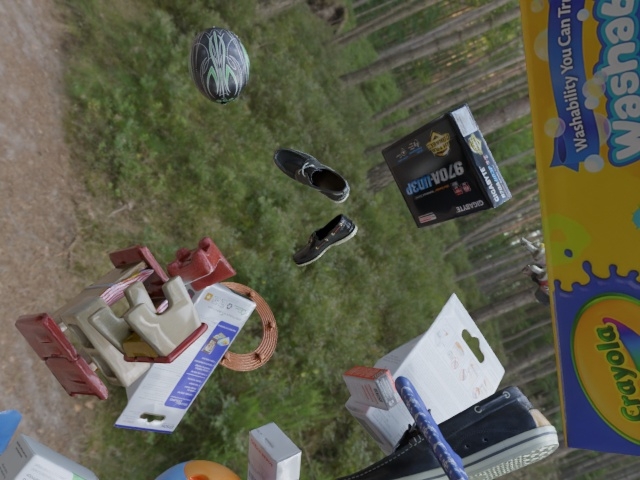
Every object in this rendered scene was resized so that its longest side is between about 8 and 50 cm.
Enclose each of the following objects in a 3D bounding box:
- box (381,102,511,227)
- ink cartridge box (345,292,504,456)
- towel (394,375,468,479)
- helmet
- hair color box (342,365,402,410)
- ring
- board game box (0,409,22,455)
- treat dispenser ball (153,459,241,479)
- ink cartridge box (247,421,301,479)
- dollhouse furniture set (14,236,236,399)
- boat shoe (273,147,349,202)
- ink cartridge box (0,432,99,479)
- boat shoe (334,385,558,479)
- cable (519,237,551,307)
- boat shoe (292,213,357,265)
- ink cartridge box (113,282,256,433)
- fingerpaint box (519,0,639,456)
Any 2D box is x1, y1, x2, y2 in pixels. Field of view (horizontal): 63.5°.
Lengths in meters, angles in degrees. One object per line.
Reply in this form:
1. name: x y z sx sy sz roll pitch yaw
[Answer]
1. box: 0.217 -0.124 0.933 0.175 0.051 0.220 63 -24 -4
2. ink cartridge box: 0.275 0.367 1.289 0.308 0.385 0.091 53 -27 -21
3. towel: 0.222 0.371 0.783 0.243 0.040 0.336 59 -1 -19
4. helmet: -0.255 -0.441 1.303 0.161 0.169 0.169 121 -52 -75
5. hair color box: 0.106 0.308 1.087 0.072 0.043 0.141 65 -26 -3
6. ring: -0.293 0.298 1.848 0.337 0.032 0.336 24 48 -30
7. board game box: -0.783 0.464 1.208 0.033 0.168 0.133 28 2 14
8. treat dispenser ball: -0.303 0.684 1.245 0.288 0.288 0.288 -22 90 -88
9. ink cartridge box: -0.124 0.599 1.346 0.140 0.082 0.190 27 -63 48
10. dollhouse furniture set: -0.245 0.109 0.734 0.201 0.374 0.152 -46 116 -42
11. boat shoe: -0.025 -0.186 1.388 0.233 0.084 0.079 32 -3 7
12. ink cartridge box: -0.620 0.582 1.048 0.122 0.289 0.211 10 -33 46
13. boat shoe: 0.238 0.454 1.102 0.187 0.500 0.156 60 8 -52
14. cable: 0.492 0.091 0.942 0.139 0.287 0.072 -74 -174 -55
15. boat shoe: 0.000 -0.001 0.898 0.042 0.133 0.049 44 28 -25
16. ink cartridge box: -0.314 0.265 1.191 0.069 0.371 0.176 29 -5 40
17. fingerpaint box: 0.342 -0.075 0.333 0.163 0.371 0.444 -29 112 -57
